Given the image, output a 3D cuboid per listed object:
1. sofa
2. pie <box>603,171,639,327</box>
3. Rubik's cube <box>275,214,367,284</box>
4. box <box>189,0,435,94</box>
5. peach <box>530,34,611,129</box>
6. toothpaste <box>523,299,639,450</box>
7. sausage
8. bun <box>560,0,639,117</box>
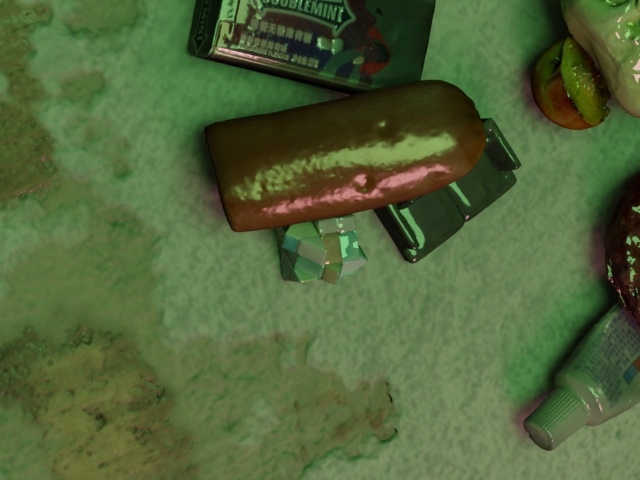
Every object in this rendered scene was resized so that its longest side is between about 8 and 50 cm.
[{"bbox_3d":[0.130,-0.049,1.944,0.147,0.060,0.085,-37,107,-17],"label":"sofa"},{"bbox_3d":[0.389,0.013,2.044,0.204,0.054,0.218,47,63,-13],"label":"pie"},{"bbox_3d":[-0.001,0.003,1.883,0.075,0.073,0.084,-28,107,-19],"label":"Rubik's cube"},{"bbox_3d":[-0.005,-0.206,1.870,0.224,0.069,0.120,10,89,-24],"label":"box"},{"bbox_3d":[0.250,-0.156,1.989,0.098,0.061,0.098,25,58,-49],"label":"peach"},{"bbox_3d":[0.317,0.118,2.043,0.282,0.068,0.099,-39,138,-26],"label":"toothpaste"},{"bbox_3d":[0.026,-0.081,1.841,0.259,0.113,0.113,-12,98,-5],"label":"sausage"},{"bbox_3d":[0.343,-0.238,1.965,0.229,0.145,0.229,2,87,-37],"label":"bun"}]
